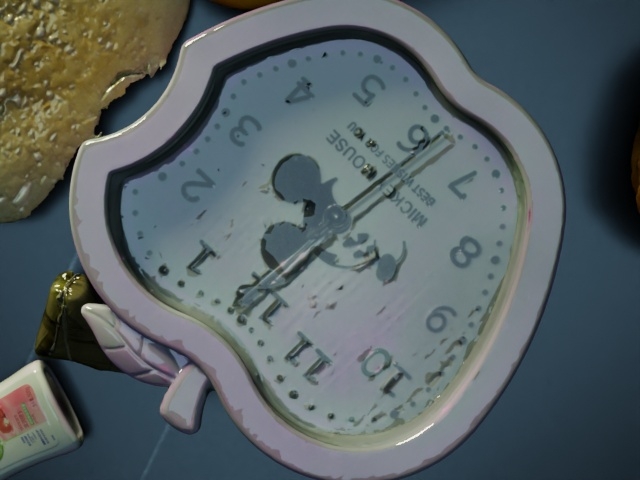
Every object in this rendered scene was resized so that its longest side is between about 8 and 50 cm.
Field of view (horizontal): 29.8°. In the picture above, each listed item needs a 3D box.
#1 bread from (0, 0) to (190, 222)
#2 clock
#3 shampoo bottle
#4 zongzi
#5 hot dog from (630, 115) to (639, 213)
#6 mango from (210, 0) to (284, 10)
[{"bbox_3d":[-0.215,-0.139,0.837,0.182,0.039,0.251,41,85,-27],"label":"bread"},{"bbox_3d":[0.000,0.000,0.851,0.339,0.102,0.338,0,93,0],"label":"clock"},{"bbox_3d":[-0.233,0.140,0.881,0.099,0.043,0.072,-26,92,0],"label":"shampoo bottle"},{"bbox_3d":[-0.160,0.064,0.869,0.083,0.040,0.076,22,132,-4],"label":"zongzi"},{"bbox_3d":[0.355,-0.056,0.843,0.272,0.122,0.196,10,94,-5],"label":"hot dog"},{"bbox_3d":[-0.031,-0.218,0.843,0.165,0.089,0.115,-4,122,-5],"label":"mango"}]
